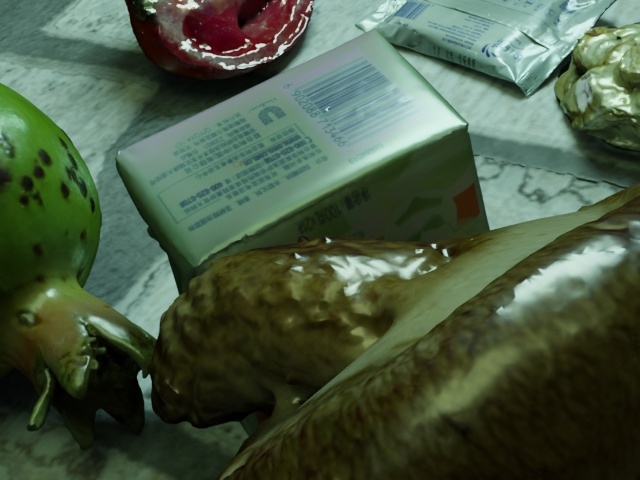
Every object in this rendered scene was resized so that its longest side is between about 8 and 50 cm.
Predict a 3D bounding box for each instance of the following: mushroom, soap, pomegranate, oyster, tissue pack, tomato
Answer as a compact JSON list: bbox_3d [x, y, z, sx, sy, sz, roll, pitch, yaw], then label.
[{"bbox_3d":[0.093,0.084,0.668,0.345,0.239,0.345,-28,25,14],"label":"mushroom"},{"bbox_3d":[0.000,0.000,0.865,0.199,0.182,0.138,-28,44,-12],"label":"soap"},{"bbox_3d":[-0.248,0.033,0.920,0.231,0.231,0.286,-24,70,-7],"label":"pomegranate"},{"bbox_3d":[0.263,-0.126,0.991,0.191,0.081,0.163,2,41,17],"label":"oyster"},{"bbox_3d":[0.137,-0.189,1.140,0.193,0.026,0.122,27,58,39],"label":"tissue pack"},{"bbox_3d":[-0.100,-0.220,1.212,0.173,0.099,0.189,-22,79,-27],"label":"tomato"}]
